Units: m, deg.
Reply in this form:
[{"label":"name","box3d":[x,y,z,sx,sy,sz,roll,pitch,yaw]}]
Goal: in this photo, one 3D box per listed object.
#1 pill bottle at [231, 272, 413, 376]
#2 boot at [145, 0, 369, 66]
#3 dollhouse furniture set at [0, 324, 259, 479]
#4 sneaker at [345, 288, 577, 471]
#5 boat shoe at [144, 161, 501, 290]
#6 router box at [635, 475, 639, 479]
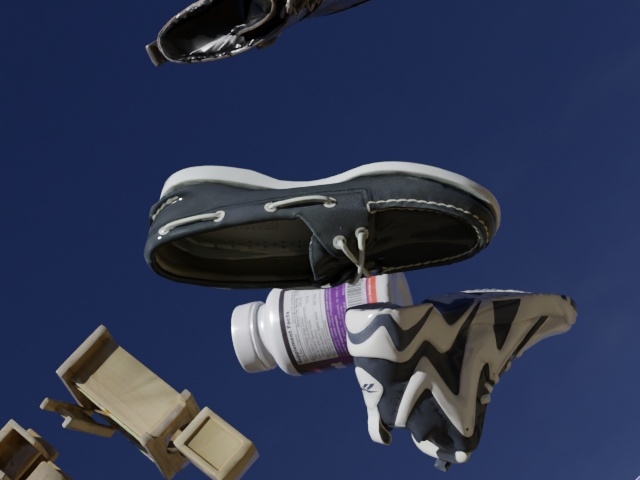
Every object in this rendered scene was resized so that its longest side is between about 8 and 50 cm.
[{"label":"pill bottle","box3d":[0.003,0.094,1.523,0.193,0.108,0.108,-12,-34,17]},{"label":"boot","box3d":[0.015,-0.208,1.051,0.263,0.091,0.229,-23,10,32]},{"label":"dollhouse furniture set","box3d":[-0.167,0.199,1.157,0.161,0.182,0.101,-47,-25,-18]},{"label":"sneaker","box3d":[0.132,0.125,1.215,0.235,0.094,0.153,-5,-86,-36]},{"label":"boat shoe","box3d":[0.000,0.000,1.152,0.091,0.302,0.114,-76,-21,-47]},{"label":"router box","box3d":[0.436,0.307,1.354,0.301,0.082,0.335,19,-55,-25]}]
